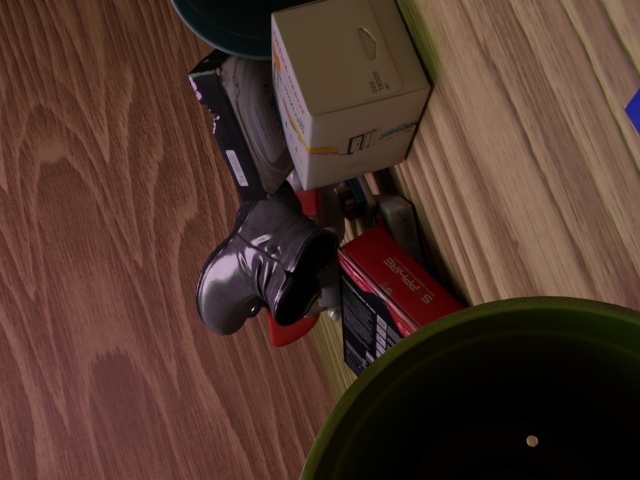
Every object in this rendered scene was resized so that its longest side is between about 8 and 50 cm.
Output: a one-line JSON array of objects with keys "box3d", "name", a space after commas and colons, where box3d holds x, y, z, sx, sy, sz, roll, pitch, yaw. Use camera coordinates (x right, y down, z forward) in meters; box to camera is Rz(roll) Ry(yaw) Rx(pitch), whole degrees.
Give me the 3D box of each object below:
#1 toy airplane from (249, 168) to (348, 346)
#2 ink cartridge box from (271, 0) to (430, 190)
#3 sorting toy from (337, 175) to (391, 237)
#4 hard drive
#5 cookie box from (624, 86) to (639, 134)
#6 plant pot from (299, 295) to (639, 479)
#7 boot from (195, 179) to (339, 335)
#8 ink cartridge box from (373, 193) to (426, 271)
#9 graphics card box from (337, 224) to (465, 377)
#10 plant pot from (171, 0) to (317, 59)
[{"box3d": [0.000, 0.000, 1.500, 0.384, 0.273, 0.385, 116, 169, -64], "name": "toy airplane"}, {"box3d": [0.032, -0.210, 1.067, 0.232, 0.168, 0.171, 99, 153, -69], "name": "ink cartridge box"}, {"box3d": [0.052, -0.085, 1.302, 0.132, 0.046, 0.274, 91, 158, -74], "name": "sorting toy"}, {"box3d": [-0.074, -0.254, 1.260, 0.339, 0.064, 0.236, -58, -42, -45], "name": "hard drive"}, {"box3d": [0.247, -0.069, 0.462, 0.092, 0.040, 0.107, 94, 156, -67], "name": "cookie box"}, {"box3d": [0.183, 0.261, 0.655, 0.353, 0.367, 0.366, 61, -171, -73], "name": "plant pot"}, {"box3d": [-0.102, 0.076, 1.271, 0.222, 0.118, 0.338, 54, 130, 46], "name": "boot"}, {"box3d": [0.129, -0.012, 1.289, 0.179, 0.045, 0.145, -113, 7, -70], "name": "ink cartridge box"}, {"box3d": [0.134, 0.172, 1.247, 0.233, 0.094, 0.370, 46, 156, 31], "name": "graphics card box"}, {"box3d": [-0.083, -0.450, 1.100, 0.271, 0.272, 0.255, 82, -178, -46], "name": "plant pot"}]
